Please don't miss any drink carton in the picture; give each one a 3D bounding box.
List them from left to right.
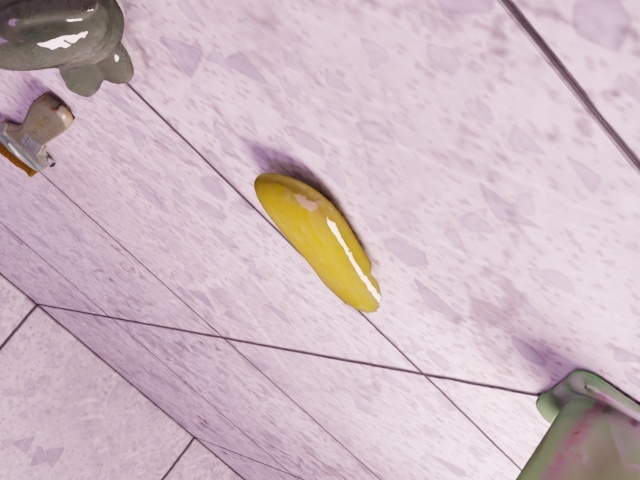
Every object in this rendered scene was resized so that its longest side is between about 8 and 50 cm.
[{"bbox_3d":[0.218,0.213,0.896,0.144,0.142,0.146,34,159,7],"label":"drink carton"}]

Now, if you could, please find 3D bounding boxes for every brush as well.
[{"bbox_3d":[-0.336,-0.122,1.278,0.085,0.020,0.336,42,160,-13],"label":"brush"}]

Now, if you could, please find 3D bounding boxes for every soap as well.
[{"bbox_3d":[0.000,0.000,0.949,0.089,0.033,0.168,23,157,40],"label":"soap"}]

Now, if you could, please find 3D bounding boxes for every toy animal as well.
[{"bbox_3d":[-0.200,-0.168,0.804,0.236,0.138,0.108,175,75,-82],"label":"toy animal"}]
